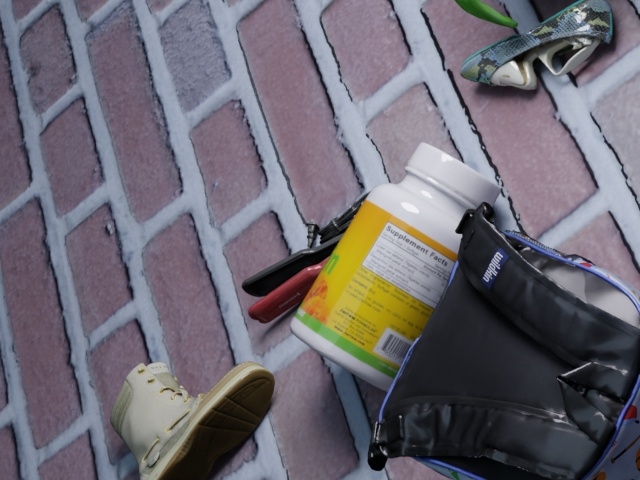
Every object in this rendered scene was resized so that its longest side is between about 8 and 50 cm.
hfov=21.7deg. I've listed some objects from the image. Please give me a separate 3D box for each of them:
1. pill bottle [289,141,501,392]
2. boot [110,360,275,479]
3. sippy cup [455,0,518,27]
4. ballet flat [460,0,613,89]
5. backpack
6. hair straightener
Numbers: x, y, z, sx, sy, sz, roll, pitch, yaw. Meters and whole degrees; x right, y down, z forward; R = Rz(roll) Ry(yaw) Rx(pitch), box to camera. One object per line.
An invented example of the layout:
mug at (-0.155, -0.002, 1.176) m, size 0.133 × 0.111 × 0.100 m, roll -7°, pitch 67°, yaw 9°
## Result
pill bottle at (0.085, 0.025, 1.768) m, size 0.136 × 0.136 × 0.245 m, roll 32°, pitch 91°, yaw 47°
boot at (-0.156, 0.188, 1.946) m, size 0.213 × 0.077 × 0.165 m, roll -50°, pitch 42°, yaw 14°
sippy cup at (0.252, -0.386, 1.776) m, size 0.305 × 0.224 × 0.240 m, roll -36°, pitch 47°, yaw 22°
ballet flat at (0.235, -0.200, 1.811) m, size 0.188 × 0.070 × 0.070 m, roll -27°, pitch 52°, yaw 34°
backpack at (0.215, 0.138, 1.537) m, size 0.263 × 0.213 × 0.276 m, roll 24°, pitch 91°, yaw 55°
hair straightener at (0.000, 0.000, 1.925) m, size 0.230 × 0.047 × 0.089 m, roll -38°, pitch 47°, yaw 21°
